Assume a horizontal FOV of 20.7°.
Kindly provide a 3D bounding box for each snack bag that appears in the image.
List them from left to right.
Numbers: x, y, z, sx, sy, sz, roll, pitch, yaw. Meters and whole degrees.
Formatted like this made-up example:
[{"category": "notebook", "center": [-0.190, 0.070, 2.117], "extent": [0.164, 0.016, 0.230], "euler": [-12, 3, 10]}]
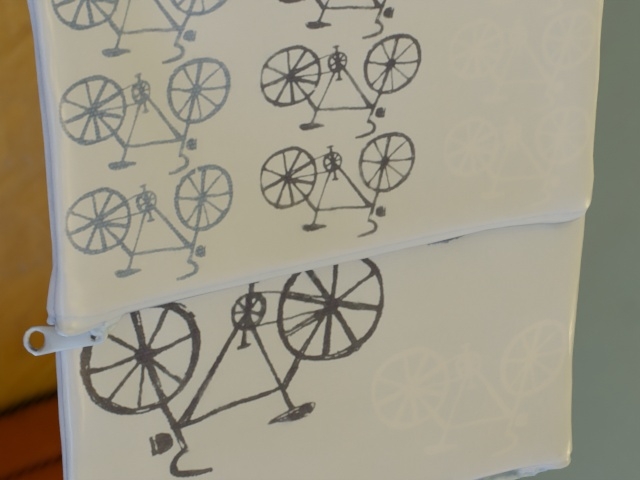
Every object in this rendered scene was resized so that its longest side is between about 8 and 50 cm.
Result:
[{"category": "snack bag", "center": [0.009, 0.006, 0.870], "extent": [0.323, 0.037, 0.343], "euler": [-11, 116, -29]}]
